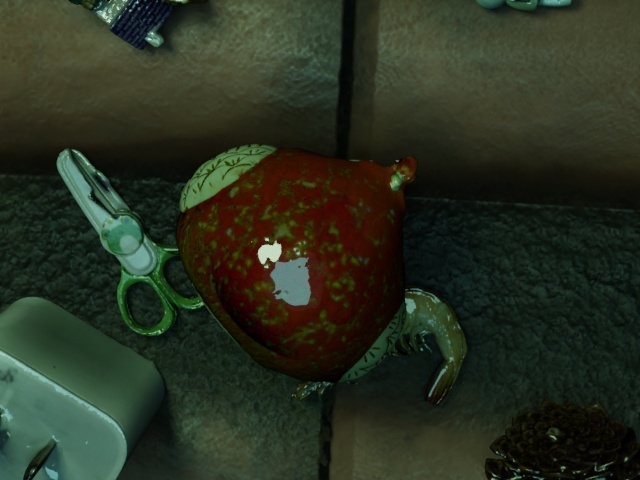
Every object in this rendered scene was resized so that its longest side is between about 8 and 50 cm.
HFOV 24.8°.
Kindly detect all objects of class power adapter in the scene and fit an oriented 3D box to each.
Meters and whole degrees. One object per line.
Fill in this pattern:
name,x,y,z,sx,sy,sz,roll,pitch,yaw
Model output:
power adapter,-0.262,0.164,1.353,0.187,0.255,0.124,31,102,-2

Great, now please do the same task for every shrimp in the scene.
shrimp,0.066,0.126,1.444,0.178,0.034,0.124,-41,102,4

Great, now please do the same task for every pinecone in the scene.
pinecone,0.243,0.252,1.397,0.163,0.163,0.165,-12,117,5

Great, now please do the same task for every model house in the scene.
model house,-0.169,-0.235,1.365,0.100,0.088,0.100,41,103,-3

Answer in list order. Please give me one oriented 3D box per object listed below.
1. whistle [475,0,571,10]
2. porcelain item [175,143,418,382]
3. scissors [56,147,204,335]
whistle,0.187,-0.233,1.373,0.100,0.035,0.035,5,100,2
porcelain item,0.000,0.000,1.321,0.253,0.253,0.253,0,100,3
scissors,-0.194,-0.004,1.435,0.101,0.027,0.204,-36,98,5
